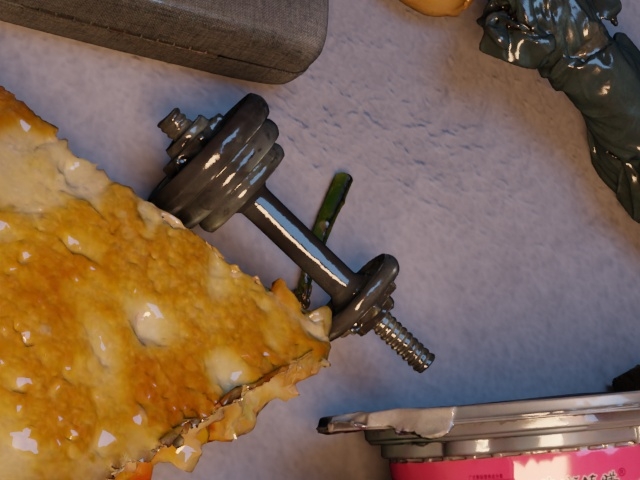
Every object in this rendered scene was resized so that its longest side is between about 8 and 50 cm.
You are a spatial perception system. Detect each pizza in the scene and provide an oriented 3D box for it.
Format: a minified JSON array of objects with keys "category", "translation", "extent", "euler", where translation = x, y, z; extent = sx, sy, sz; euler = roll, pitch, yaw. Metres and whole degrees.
[{"category":"pizza","translation":[-0.173,0.074,1.067],"extent":[0.406,0.130,0.440],"euler":[12,51,-31]}]

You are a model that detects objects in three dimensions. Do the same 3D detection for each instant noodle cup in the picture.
[{"category":"instant noodle cup","translation":[0.154,0.196,1.178],"extent":[0.302,0.258,0.182],"euler":[-5,85,-2]}]

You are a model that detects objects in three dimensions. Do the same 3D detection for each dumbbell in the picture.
[{"category":"dumbbell","translation":[-0.015,0.002,1.215],"extent":[0.254,0.110,0.110],"euler":[44,51,-7]}]

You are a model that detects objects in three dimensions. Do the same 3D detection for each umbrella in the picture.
[{"category":"umbrella","translation":[0.256,-0.099,1.461],"extent":[0.349,0.094,0.143],"euler":[45,50,-19]}]

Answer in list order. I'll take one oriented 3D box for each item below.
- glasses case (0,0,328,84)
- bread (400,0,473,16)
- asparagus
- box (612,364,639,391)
[{"category":"glasses case","translation":[-0.142,-0.205,1.254],"extent":[0.323,0.074,0.131],"euler":[11,63,-30]},{"category":"bread","translation":[0.070,-0.270,1.434],"extent":[0.114,0.077,0.189],"euler":[-37,94,-36]},{"category":"asparagus","translation":[0.000,0.000,1.292],"extent":[0.018,0.015,0.127],"euler":[32,54,-16]},{"category":"box","translation":[0.377,0.138,1.319],"extent":[0.184,0.273,0.143],"euler":[11,62,-30]}]
